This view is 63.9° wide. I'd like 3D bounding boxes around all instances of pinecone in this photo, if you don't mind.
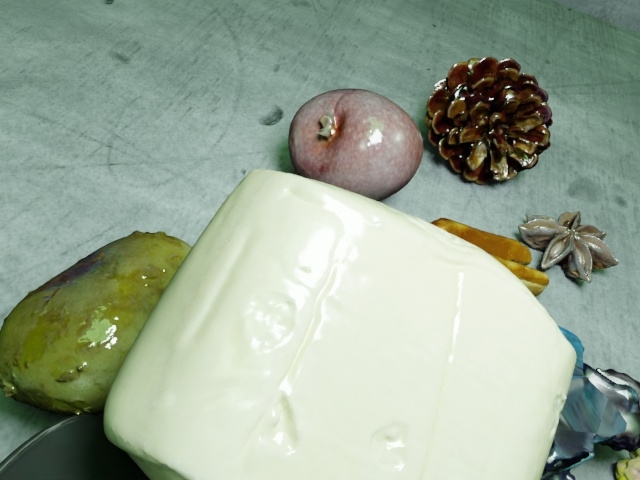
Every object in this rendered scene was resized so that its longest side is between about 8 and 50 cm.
[{"bbox_3d":[0.395,-0.280,1.186,0.298,0.242,0.295,12,47,-16],"label":"pinecone"}]

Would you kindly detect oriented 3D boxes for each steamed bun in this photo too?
[{"bbox_3d":[0.033,0.153,0.589,0.456,0.290,0.371,34,68,-14],"label":"steamed bun"}]

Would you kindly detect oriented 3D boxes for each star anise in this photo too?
[{"bbox_3d":[0.531,0.013,1.097,0.212,0.073,0.196,-1,48,-14],"label":"star anise"}]

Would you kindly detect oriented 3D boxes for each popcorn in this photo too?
[{"bbox_3d":[0.505,0.375,0.773,0.089,0.097,0.109,20,62,4],"label":"popcorn"}]

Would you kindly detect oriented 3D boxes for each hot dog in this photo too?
[{"bbox_3d":[0.290,0.042,0.943,0.337,0.100,0.135,11,44,-38],"label":"hot dog"}]

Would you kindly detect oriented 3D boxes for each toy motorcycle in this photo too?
[{"bbox_3d":[0.300,0.257,0.779,0.416,0.172,0.232,-16,50,-17],"label":"toy motorcycle"}]

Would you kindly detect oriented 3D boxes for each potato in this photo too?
[{"bbox_3d":[-0.279,0.103,0.700,0.210,0.173,0.307,0,35,32],"label":"potato"}]

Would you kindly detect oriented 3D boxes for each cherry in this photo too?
[{"bbox_3d":[0.075,-0.182,1.015,0.261,0.221,0.307,21,17,36],"label":"cherry"}]

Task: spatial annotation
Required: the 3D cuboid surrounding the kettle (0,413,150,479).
[{"bbox_3d":[-0.175,0.321,0.539,0.308,0.203,0.262,33,51,17],"label":"kettle"}]
